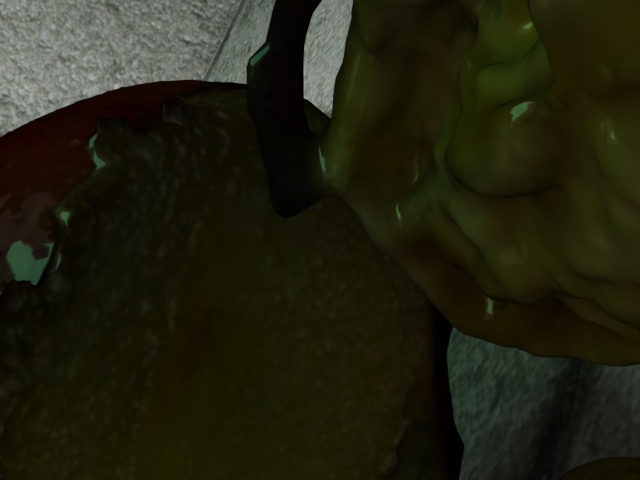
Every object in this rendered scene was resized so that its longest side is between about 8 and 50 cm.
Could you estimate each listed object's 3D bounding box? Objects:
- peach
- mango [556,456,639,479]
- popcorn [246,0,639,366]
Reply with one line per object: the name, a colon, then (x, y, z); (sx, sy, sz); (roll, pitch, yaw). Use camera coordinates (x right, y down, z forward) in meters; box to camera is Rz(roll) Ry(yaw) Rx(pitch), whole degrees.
peach: (-0.115, 0.104, 0.752); (0.416, 0.339, 0.353); (-46, 55, 23)
mango: (0.131, 0.176, 0.631); (0.157, 0.109, 0.262); (-66, 14, 1)
popcorn: (0.144, -0.105, 0.597); (0.381, 0.349, 0.349); (-18, 29, 10)
